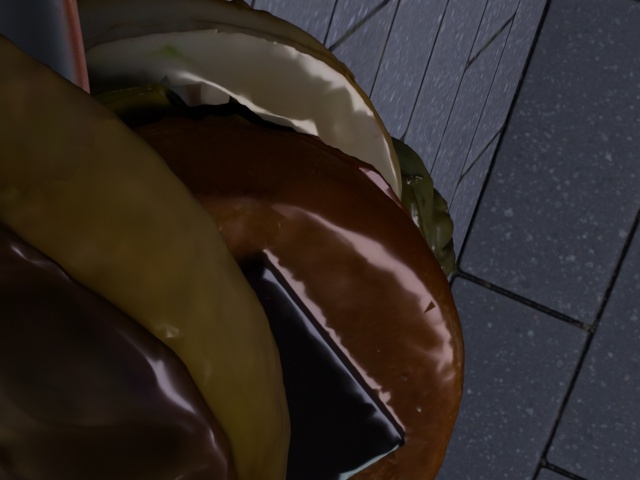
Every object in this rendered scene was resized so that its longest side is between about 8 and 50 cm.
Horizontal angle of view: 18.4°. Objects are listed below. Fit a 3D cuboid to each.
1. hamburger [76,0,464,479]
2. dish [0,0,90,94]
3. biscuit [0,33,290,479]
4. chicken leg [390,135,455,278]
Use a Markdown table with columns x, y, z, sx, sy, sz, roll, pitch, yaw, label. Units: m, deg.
| x | y | z | sx | sy | sz | roll | pitch | yaw | label |
| --- | --- | --- | --- | --- | --- | --- | --- | --- | --- |
| -0.080 | 0.029 | 0.904 | 0.225 | 0.291 | 0.291 | -115 | -147 | -49 | hamburger |
| -0.147 | -0.130 | 0.576 | 0.085 | 0.260 | 0.260 | -19 | 152 | -12 | dish |
| -0.148 | 0.032 | 0.559 | 0.296 | 0.296 | 0.102 | 100 | 7 | -49 | biscuit |
| 0.000 | 0.000 | 1.579 | 0.201 | 0.152 | 0.429 | -60 | 162 | 4 | chicken leg |
